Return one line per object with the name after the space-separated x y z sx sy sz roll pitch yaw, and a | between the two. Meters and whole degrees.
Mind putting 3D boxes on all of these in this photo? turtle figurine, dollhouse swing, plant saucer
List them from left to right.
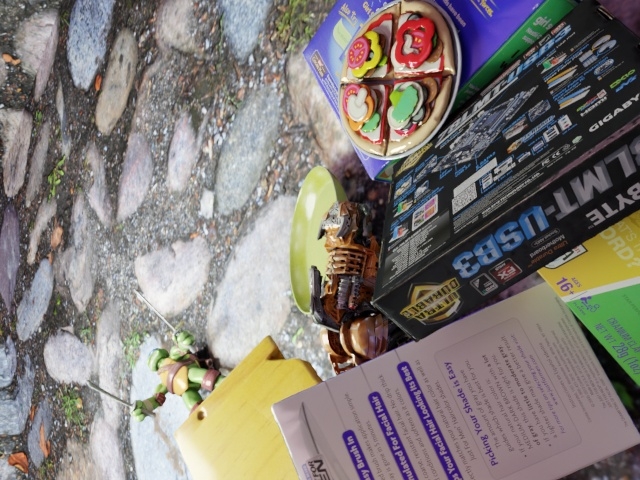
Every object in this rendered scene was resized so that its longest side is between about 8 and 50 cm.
-0.303 0.290 1.160 0.266 0.197 0.274 23 149 27 | turtle figurine
-0.005 0.392 0.886 0.315 0.305 0.347 -47 54 7 | dollhouse swing
0.000 0.000 0.928 0.241 0.037 0.240 -175 90 -70 | plant saucer

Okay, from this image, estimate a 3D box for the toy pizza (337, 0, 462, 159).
0.086 -0.202 0.713 0.201 0.032 0.201 -1 88 47 | toy pizza

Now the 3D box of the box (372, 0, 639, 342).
0.187 -0.081 0.563 0.295 0.073 0.293 -40 17 29 | box

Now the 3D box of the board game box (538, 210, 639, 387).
0.372 0.001 0.480 0.242 0.064 0.316 47 130 -3 | board game box

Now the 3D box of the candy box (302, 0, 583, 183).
0.147 -0.273 0.763 0.317 0.122 0.268 -47 56 38 | candy box

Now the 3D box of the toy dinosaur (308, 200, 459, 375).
0.064 0.111 0.780 0.164 0.219 0.321 21 106 44 | toy dinosaur

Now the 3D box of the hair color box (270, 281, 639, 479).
0.139 0.199 0.637 0.339 0.110 0.185 -24 76 1 | hair color box
